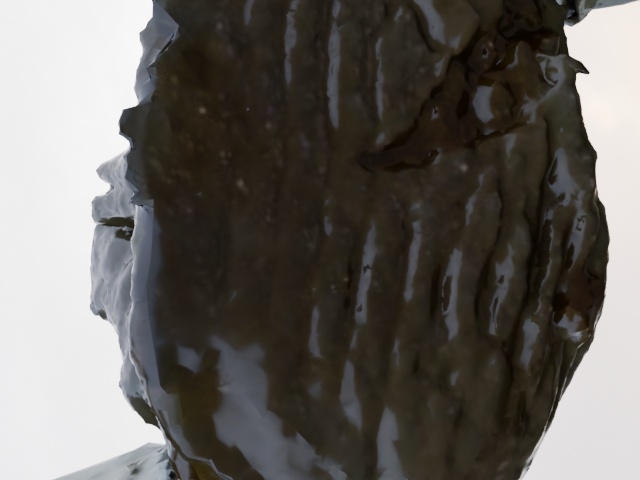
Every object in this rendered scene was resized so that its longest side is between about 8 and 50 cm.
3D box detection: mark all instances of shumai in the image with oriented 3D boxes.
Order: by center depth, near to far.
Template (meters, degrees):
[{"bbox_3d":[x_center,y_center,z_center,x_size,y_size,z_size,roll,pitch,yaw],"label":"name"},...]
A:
[{"bbox_3d":[0.000,0.001,0.929,0.283,0.217,0.346,133,131,-76],"label":"shumai"}]

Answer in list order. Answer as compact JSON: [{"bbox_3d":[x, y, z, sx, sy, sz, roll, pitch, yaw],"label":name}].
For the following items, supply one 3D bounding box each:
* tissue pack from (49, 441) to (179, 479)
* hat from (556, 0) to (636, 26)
[{"bbox_3d":[-0.113,0.351,1.011,0.253,0.264,0.416,-94,-20,-65],"label":"tissue pack"},{"bbox_3d":[0.180,-0.258,1.182,0.214,0.245,0.149,53,-145,-33],"label":"hat"}]
